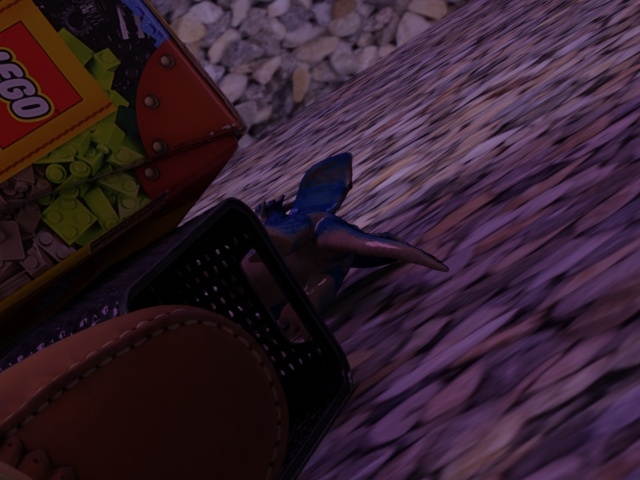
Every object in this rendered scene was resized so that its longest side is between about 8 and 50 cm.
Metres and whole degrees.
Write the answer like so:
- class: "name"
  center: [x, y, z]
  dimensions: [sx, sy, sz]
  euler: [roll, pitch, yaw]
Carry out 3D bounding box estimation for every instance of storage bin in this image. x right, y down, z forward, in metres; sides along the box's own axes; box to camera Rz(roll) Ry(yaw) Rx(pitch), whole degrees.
- class: "storage bin"
  center: [-0.067, 0.068, 0.924]
  dimensions: [0.084, 0.122, 0.180]
  euler: [-29, 8, 24]

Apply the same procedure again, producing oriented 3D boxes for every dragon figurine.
- class: "dragon figurine"
  center: [0.000, 0.000, 1.242]
  dimensions: [0.144, 0.085, 0.289]
  euler: [-39, 8, -38]

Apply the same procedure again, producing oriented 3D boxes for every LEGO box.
- class: "LEGO box"
  center: [-0.308, 0.055, 1.103]
  dimensions: [0.372, 0.193, 0.500]
  euler: [-36, -5, -31]

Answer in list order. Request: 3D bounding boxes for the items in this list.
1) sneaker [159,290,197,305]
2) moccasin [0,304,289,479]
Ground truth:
- class: "sneaker"
  center: [-0.227, 0.106, 1.471]
  dimensions: [0.286, 0.109, 0.130]
  euler: [-31, -2, -9]
- class: "moccasin"
  center: [-0.122, 0.145, 0.584]
  dimensions: [0.147, 0.139, 0.380]
  euler: [-24, 12, 45]
